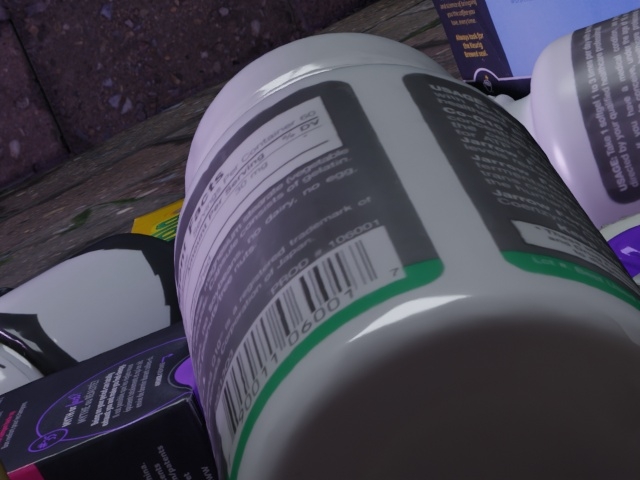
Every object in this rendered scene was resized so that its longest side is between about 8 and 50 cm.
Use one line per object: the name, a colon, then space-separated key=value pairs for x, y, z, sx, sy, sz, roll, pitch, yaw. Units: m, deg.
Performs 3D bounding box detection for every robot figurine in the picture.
robot figurine: x=-0.148 y=0.099 z=1.242 sx=0.278 sy=0.173 sz=0.209 roll=-33 pitch=6 yaw=-40

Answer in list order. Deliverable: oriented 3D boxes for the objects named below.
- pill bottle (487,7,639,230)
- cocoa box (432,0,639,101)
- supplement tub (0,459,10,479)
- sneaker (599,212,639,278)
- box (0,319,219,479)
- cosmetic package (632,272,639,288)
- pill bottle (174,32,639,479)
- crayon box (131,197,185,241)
pill bottle: x=0.243 y=-0.070 z=1.255 sx=0.318 sy=0.176 sz=0.176 roll=-19 pitch=13 yaw=19
cocoa box: x=0.280 y=-0.199 z=1.615 sx=0.231 sy=0.228 sz=0.347 roll=-28 pitch=13 yaw=-22
supplement tub: x=-0.225 y=0.155 z=0.769 sx=0.241 sy=0.331 sz=0.241 roll=-22 pitch=12 yaw=5
sneaker: x=0.244 y=0.021 z=1.040 sx=0.293 sy=0.102 sz=0.146 roll=-27 pitch=14 yaw=-20
box: x=-0.156 y=0.167 z=1.038 sx=0.270 sy=0.143 sz=0.165 roll=-22 pitch=13 yaw=6
cosmetic package: x=0.278 y=0.023 z=0.917 sx=0.238 sy=0.127 sz=0.107 roll=-29 pitch=13 yaw=-18
pill bottle: x=0.038 y=0.038 z=0.922 sx=0.204 sy=0.204 sz=0.361 roll=-23 pitch=26 yaw=1
crayon box: x=0.000 y=0.000 z=1.561 sx=0.313 sy=0.106 sz=0.363 roll=-22 pitch=12 yaw=3
